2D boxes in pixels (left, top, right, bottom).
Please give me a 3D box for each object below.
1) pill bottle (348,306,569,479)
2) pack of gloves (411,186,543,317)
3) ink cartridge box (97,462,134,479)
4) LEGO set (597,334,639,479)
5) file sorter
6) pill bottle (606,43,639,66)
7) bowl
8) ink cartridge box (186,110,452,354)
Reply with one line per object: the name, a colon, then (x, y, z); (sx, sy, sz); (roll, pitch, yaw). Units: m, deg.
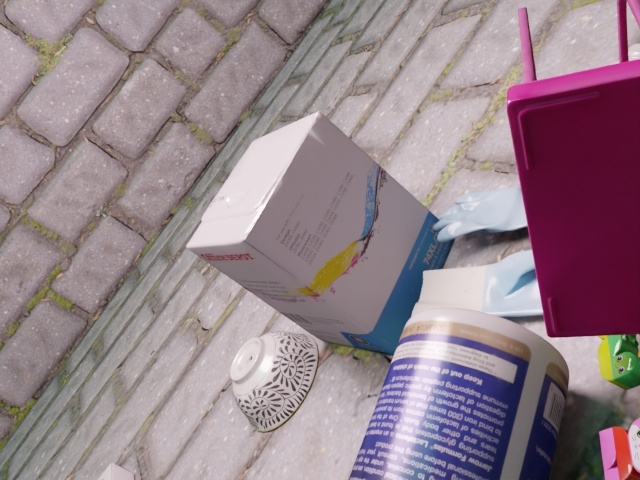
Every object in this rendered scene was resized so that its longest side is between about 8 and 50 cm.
pill bottle: (0.104, 0.203, 0.473); (0.153, 0.153, 0.265); (-14, 44, 53)
pack of gloves: (0.212, -0.004, 0.653); (0.232, 0.046, 0.195); (-14, 47, 41)
ink cartridge box: (-0.386, 0.562, 0.948); (0.176, 0.069, 0.371); (-51, 22, 1)
LEGO set: (0.270, 0.081, 0.422); (0.093, 0.087, 0.227); (-48, 20, 47)
file sorter: (0.285, -0.076, 0.365); (0.290, 0.202, 0.182); (-7, 40, 23)
pill bottle: (0.342, -0.162, 0.651); (0.120, 0.067, 0.067); (-53, 25, -2)
bowl: (-0.089, 0.204, 0.894); (0.170, 0.080, 0.170); (-40, 26, 25)
ink cartridge box: (0.000, 0.000, 0.783); (0.198, 0.270, 0.197); (-4, 52, 58)
